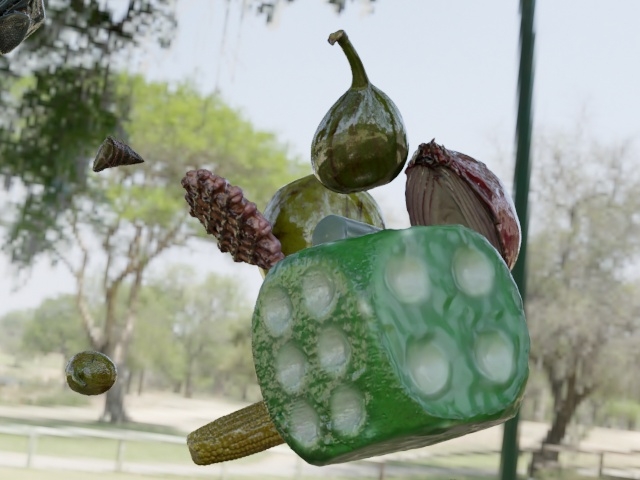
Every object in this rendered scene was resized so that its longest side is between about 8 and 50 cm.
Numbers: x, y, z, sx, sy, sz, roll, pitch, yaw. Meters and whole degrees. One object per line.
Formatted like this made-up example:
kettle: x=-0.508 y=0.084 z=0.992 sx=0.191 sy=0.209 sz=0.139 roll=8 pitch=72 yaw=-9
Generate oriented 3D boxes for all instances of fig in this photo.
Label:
fig: x=0.050 y=-0.198 z=1.828 sx=0.151 sy=0.259 sz=0.151 roll=-7 pitch=23 yaw=3
fig: x=-0.395 y=0.224 z=2.080 sx=0.084 sy=0.082 sz=0.098 roll=44 pitch=10 yaw=23

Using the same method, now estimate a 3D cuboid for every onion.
onion: x=0.240 y=-0.069 z=2.048 sx=0.227 sy=0.120 sz=0.283 roll=22 pitch=-38 yaw=44

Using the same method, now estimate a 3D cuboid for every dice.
dice: x=0.098 y=0.145 z=1.740 sx=0.300 sy=0.297 sz=0.287 roll=-3 pitch=-14 yaw=-36

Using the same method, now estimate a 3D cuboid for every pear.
pear: x=0.000 y=0.000 z=2.441 sx=0.283 sy=0.284 sz=0.283 roll=8 pitch=-7 yaw=1

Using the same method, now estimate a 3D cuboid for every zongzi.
zongzi: x=-0.349 y=-0.150 z=2.089 sx=0.083 sy=0.067 sz=0.073 roll=6 pitch=23 yaw=-45

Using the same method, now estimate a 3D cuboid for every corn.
corn: x=-0.124 y=0.354 z=2.329 sx=0.261 sy=0.097 sz=0.097 roll=-19 pitch=-9 yaw=2

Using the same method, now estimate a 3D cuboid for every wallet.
wallet: x=-0.409 y=-0.302 z=1.674 sx=0.026 sy=0.088 sz=0.129 roll=44 pitch=-16 yaw=6

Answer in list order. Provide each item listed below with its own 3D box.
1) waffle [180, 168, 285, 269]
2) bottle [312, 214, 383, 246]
waffle: x=-0.163 y=-0.039 z=2.278 sx=0.221 sy=0.055 sz=0.234 roll=12 pitch=-38 yaw=51
bottle: x=0.103 y=0.021 z=2.173 sx=0.082 sy=0.082 sz=0.286 roll=2 pitch=-11 yaw=40
